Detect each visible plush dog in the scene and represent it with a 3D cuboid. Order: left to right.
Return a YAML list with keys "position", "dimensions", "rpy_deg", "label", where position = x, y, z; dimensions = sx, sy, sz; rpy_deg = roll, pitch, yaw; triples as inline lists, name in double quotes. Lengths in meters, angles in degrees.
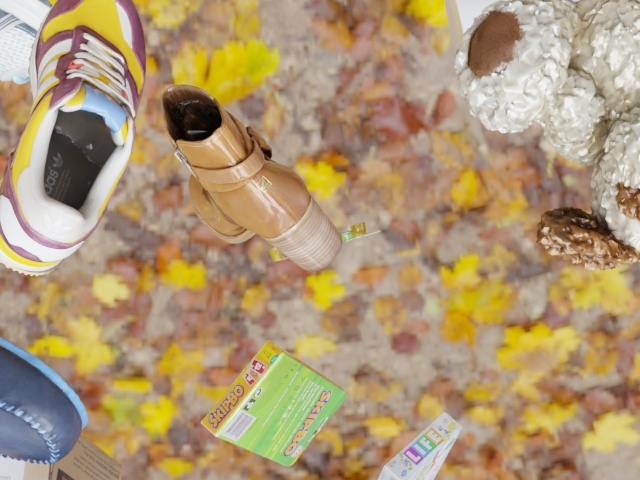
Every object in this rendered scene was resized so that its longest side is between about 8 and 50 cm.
- position: [0.257, -0.086, 1.083]
  dimensions: [0.262, 0.225, 0.210]
  rpy_deg: [-18, 169, 11]
  label: "plush dog"

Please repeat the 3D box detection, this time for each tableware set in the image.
- position: [0.000, 0.000, 1.992]
  dimensions: [0.154, 0.024, 0.104]
  rpy_deg: [-17, -179, -28]
  label: "tableware set"

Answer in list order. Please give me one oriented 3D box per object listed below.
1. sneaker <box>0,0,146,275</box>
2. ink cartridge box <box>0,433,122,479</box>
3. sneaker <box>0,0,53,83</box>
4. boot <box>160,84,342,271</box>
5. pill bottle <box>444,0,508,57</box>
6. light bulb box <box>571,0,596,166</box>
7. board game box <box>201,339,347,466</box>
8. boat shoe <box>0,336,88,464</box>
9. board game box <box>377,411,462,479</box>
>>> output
- position: [-0.123, -0.073, 0.759]
  dimensions: [0.070, 0.185, 0.084]
  rpy_deg: [22, 151, -25]
  label: "sneaker"
- position: [-0.344, 0.242, 1.437]
  dimensions: [0.235, 0.088, 0.193]
  rpy_deg: [-1, 157, 13]
  label: "ink cartridge box"
- position: [-0.301, -0.167, 1.145]
  dimensions: [0.283, 0.110, 0.122]
  rpy_deg: [29, 87, -10]
  label: "sneaker"
- position: [-0.115, -0.082, 1.549]
  dimensions: [0.109, 0.283, 0.220]
  rpy_deg: [-46, 126, -3]
  label: "boot"
- position: [0.339, -0.285, 1.697]
  dimensions: [0.361, 0.204, 0.204]
  rpy_deg: [-13, 130, 2]
  label: "pill bottle"
- position: [0.402, -0.239, 1.339]
  dimensions: [0.358, 0.361, 0.225]
  rpy_deg: [-28, 161, 26]
  label: "light bulb box"
- position: [-0.049, 0.204, 1.722]
  dimensions: [0.124, 0.039, 0.259]
  rpy_deg: [-51, 153, -2]
  label: "board game box"
- position: [-0.260, 0.101, 0.852]
  dimensions: [0.258, 0.089, 0.109]
  rpy_deg: [7, 133, 28]
  label: "boat shoe"
- position: [0.087, 0.257, 1.480]
  dimensions: [0.026, 0.103, 0.154]
  rpy_deg: [39, 138, 18]
  label: "board game box"
